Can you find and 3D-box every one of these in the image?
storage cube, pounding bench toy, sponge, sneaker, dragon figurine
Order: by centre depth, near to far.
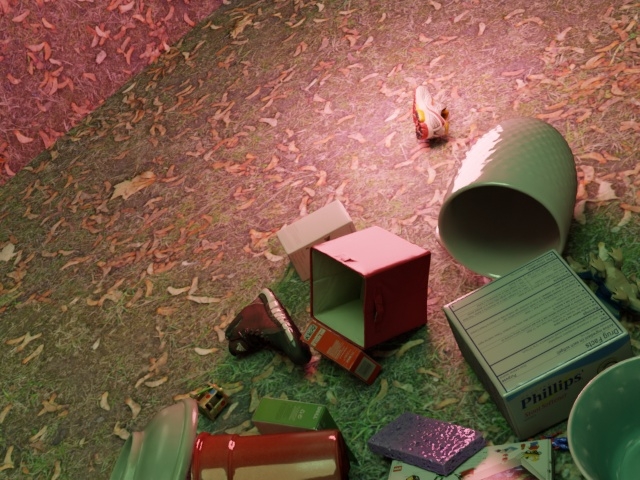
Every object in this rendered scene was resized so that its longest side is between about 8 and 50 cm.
[{"bbox_3d":[0.201,0.387,1.863,0.117,0.031,0.210,-29,21,-34],"label":"sponge"},{"bbox_3d":[0.605,0.110,1.970,0.085,0.144,0.289,-30,58,-8],"label":"dragon figurine"},{"bbox_3d":[0.107,0.097,2.131,0.193,0.183,0.215,-18,31,-33],"label":"storage cube"},{"bbox_3d":[-0.250,0.348,2.170,0.052,0.083,0.065,20,58,42],"label":"pounding bench toy"},{"bbox_3d":[-0.130,0.235,2.235,0.162,0.106,0.281,-35,31,-1],"label":"sneaker"},{"bbox_3d":[0.302,-0.347,2.662,0.093,0.088,0.225,-1,41,-2],"label":"sneaker"}]

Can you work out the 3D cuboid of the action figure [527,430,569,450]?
[{"bbox_3d":[0.443,0.377,1.809,0.115,0.030,0.038,-5,47,28],"label":"action figure"}]

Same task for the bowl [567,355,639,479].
[{"bbox_3d":[0.590,0.360,1.641,0.312,0.163,0.311,-16,40,14],"label":"bowl"}]

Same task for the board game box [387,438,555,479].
[{"bbox_3d":[0.268,0.450,1.753,0.305,0.053,0.193,-11,20,18],"label":"board game box"}]

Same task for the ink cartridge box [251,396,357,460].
[{"bbox_3d":[-0.024,0.386,1.987,0.209,0.109,0.062,2,47,30],"label":"ink cartridge box"}]

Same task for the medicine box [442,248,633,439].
[{"bbox_3d":[0.428,0.200,1.917,0.263,0.149,0.289,-27,39,-1],"label":"medicine box"}]

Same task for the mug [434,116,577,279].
[{"bbox_3d":[0.405,-0.098,2.202,0.374,0.276,0.328,-34,21,43],"label":"mug"}]

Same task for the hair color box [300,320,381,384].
[{"bbox_3d":[0.044,0.244,2.113,0.167,0.093,0.053,26,79,44],"label":"hair color box"}]

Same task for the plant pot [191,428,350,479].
[{"bbox_3d":[-0.076,0.475,1.818,0.265,0.272,0.272,-10,41,6],"label":"plant pot"}]

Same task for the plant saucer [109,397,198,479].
[{"bbox_3d":[-0.350,0.483,1.865,0.400,0.101,0.400,-159,90,-76],"label":"plant saucer"}]

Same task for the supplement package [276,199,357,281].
[{"bbox_3d":[0.000,0.000,2.406,0.179,0.105,0.105,-28,39,-2],"label":"supplement package"}]
